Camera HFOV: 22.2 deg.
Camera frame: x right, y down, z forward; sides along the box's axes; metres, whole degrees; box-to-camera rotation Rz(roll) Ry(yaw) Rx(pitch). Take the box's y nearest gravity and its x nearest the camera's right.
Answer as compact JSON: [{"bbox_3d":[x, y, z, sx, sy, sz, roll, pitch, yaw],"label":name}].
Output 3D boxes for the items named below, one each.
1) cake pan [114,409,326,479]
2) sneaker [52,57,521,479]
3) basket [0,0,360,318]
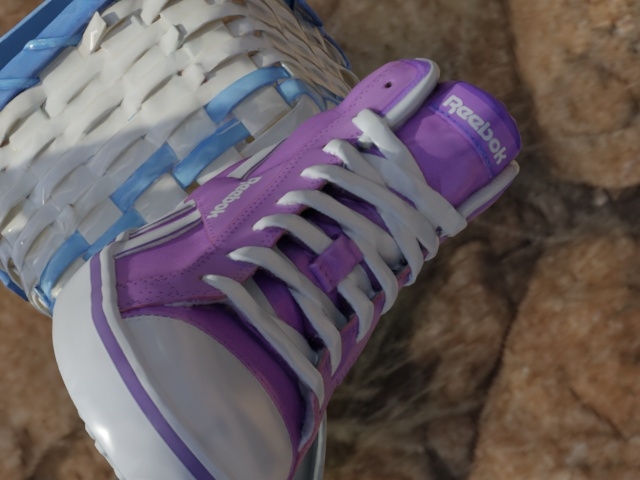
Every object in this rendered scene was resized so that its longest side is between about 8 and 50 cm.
[{"bbox_3d":[-0.088,0.196,1.031,0.054,0.293,0.293,23,129,-18],"label":"cake pan"},{"bbox_3d":[-0.001,-0.001,0.610,0.161,0.282,0.102,-36,103,15],"label":"sneaker"},{"bbox_3d":[-0.106,-0.064,0.948,0.255,0.201,0.289,-41,52,7],"label":"basket"}]
